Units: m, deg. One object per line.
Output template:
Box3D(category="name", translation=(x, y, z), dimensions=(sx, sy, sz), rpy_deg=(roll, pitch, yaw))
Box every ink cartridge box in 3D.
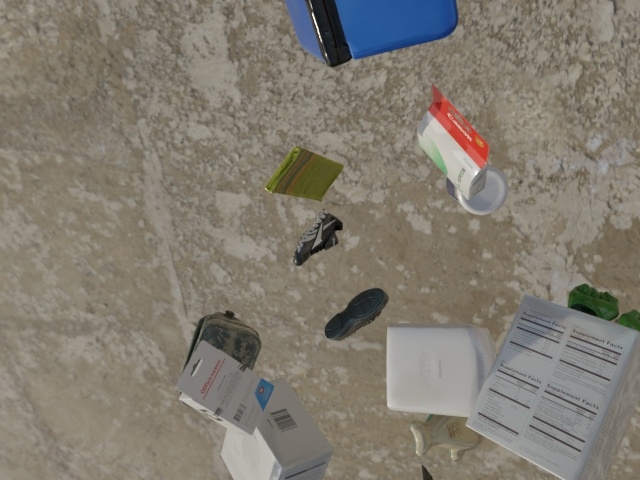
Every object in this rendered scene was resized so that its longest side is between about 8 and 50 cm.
Box3D(category="ink cartridge box", translation=(0.272, -0.198, 1.109), dimensions=(0.056, 0.224, 0.181), rpy_deg=(-37, 69, 4))
Box3D(category="ink cartridge box", translation=(-0.188, 0.277, 1.001), dimensions=(0.180, 0.104, 0.060), rpy_deg=(41, 146, -22))

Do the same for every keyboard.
Box3D(category="keyboard", translation=(0.351, 0.764, 1.624), dimensions=(0.038, 0.192, 0.100), rpy_deg=(-29, 90, 9))

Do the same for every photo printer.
Box3D(category="photo printer", translation=(0.342, 0.363, 1.509), dimensions=(0.307, 0.107, 0.256), rpy_deg=(-4, 78, 30))

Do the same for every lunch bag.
Box3D(category="lunch bag", translation=(-0.344, 0.404, 1.786), dimensions=(0.212, 0.256, 0.305), rpy_deg=(19, 91, -13))

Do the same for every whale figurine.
Box3D(category="whale figurine", translation=(0.387, 0.574, 1.657), dimensions=(0.141, 0.272, 0.216), rpy_deg=(-19, 84, 66))

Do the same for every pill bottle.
Box3D(category="pill bottle", translation=(0.485, -0.178, 1.696), dimensions=(0.153, 0.265, 0.153), rpy_deg=(0, 104, 1))

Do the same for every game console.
Box3D(category="game console", translation=(0.033, -0.411, 0.724), dimensions=(0.173, 0.250, 0.293), rpy_deg=(-23, 122, -5))

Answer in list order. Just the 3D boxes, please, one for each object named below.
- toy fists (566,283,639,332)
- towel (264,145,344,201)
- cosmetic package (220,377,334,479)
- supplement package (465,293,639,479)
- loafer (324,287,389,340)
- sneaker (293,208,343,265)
Box3D(category="toy fists", translation=(0.850, 0.230, 1.538), dimensions=(0.279, 0.142, 0.096), rpy_deg=(36, 122, 19))
Box3D(category="towel", translation=(-0.022, -0.127, 1.067), dimensions=(0.021, 0.237, 0.102), rpy_deg=(44, 106, 17))
Box3D(category="cosmetic package", translation=(-0.107, 0.481, 1.208), dimensions=(0.224, 0.138, 0.225), rpy_deg=(45, 128, 41))
Box3D(category="supplement package", translation=(0.431, 0.273, 0.951), dimensions=(0.198, 0.263, 0.199), rpy_deg=(20, 168, 43))
Box3D(category="loafer", translation=(0.131, 0.251, 1.789), dimensions=(0.267, 0.096, 0.084), rpy_deg=(-39, 136, 24))
Box3D(category="sneaker", translation=(0.000, 0.000, 1.728), dimensions=(0.106, 0.234, 0.078), rpy_deg=(26, 148, 14))
